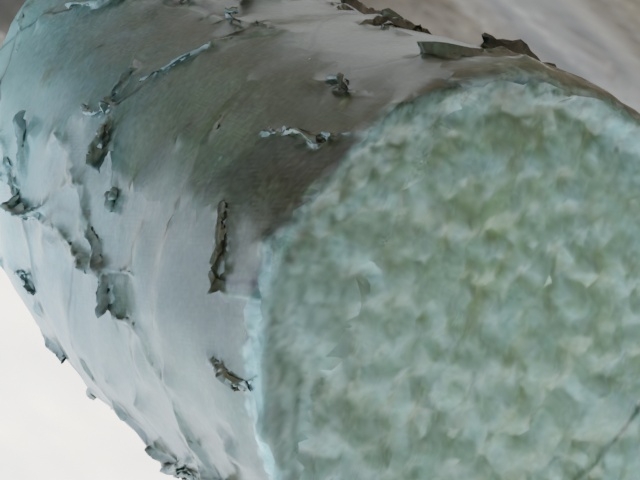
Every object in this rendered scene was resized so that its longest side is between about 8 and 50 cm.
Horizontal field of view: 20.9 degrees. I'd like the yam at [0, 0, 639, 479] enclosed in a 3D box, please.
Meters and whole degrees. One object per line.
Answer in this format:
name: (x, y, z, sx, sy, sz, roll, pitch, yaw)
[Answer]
yam: (0.000, 0.000, 0.712, 0.241, 0.241, 0.348, 29, -178, -27)
